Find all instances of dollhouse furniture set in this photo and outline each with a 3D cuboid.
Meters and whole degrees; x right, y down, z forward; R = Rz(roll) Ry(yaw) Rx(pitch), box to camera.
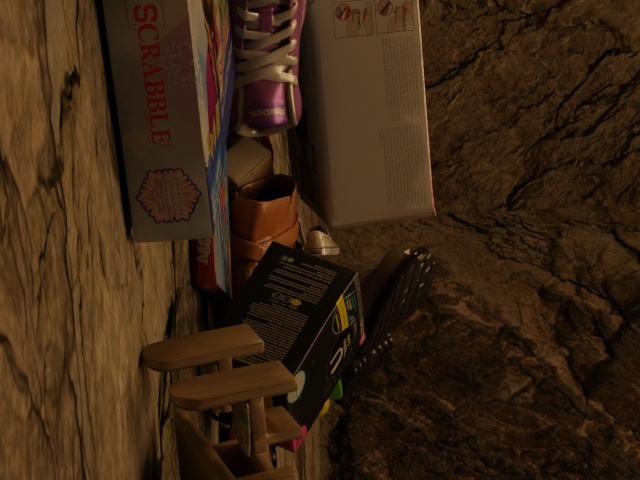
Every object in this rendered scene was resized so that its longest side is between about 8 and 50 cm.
[{"bbox_3d":[-0.087,0.211,1.224,0.242,0.161,0.212,-140,-138,-62],"label":"dollhouse furniture set"}]

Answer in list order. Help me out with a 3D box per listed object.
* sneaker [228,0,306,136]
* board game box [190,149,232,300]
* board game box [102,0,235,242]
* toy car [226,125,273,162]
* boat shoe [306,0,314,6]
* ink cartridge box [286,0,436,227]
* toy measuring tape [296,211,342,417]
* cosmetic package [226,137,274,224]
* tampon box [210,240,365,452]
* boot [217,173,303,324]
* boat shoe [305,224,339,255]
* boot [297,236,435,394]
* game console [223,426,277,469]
[{"bbox_3d":[-0.045,-0.194,1.526,0.282,0.102,0.161,97,-14,-64],"label":"sneaker"},{"bbox_3d":[-0.115,-0.086,1.694,0.145,0.027,0.281,62,25,-80],"label":"board game box"},{"bbox_3d":[-0.118,-0.212,1.302,0.319,0.065,0.318,-90,176,-61],"label":"board game box"},{"bbox_3d":[-0.085,-0.056,2.033,0.239,0.053,0.225,76,11,-77],"label":"toy car"},{"bbox_3d":[-0.071,-0.322,1.782,0.367,0.135,0.157,-100,-174,-85],"label":"boat shoe"},{"bbox_3d":[0.033,-0.194,1.976,0.272,0.130,0.310,-136,-140,-74],"label":"ink cartridge box"},{"bbox_3d":[-0.052,0.093,2.129,0.121,0.121,0.330,-89,167,-61],"label":"toy measuring tape"},{"bbox_3d":[-0.084,-0.061,1.903,0.060,0.041,0.115,-44,155,-20],"label":"cosmetic package"},{"bbox_3d":[-0.036,0.108,1.702,0.161,0.101,0.120,-58,156,-32],"label":"tampon box"},{"bbox_3d":[-0.061,0.030,1.914,0.283,0.109,0.220,-38,132,-71],"label":"boot"},{"bbox_3d":[0.000,0.000,1.899,0.100,0.035,0.035,-3,90,-80],"label":"boat shoe"},{"bbox_3d":[0.012,0.052,2.213,0.223,0.118,0.338,47,-34,13],"label":"boot"},{"bbox_3d":[-0.064,0.406,1.897,0.342,0.060,0.387,76,11,-75],"label":"game console"}]
